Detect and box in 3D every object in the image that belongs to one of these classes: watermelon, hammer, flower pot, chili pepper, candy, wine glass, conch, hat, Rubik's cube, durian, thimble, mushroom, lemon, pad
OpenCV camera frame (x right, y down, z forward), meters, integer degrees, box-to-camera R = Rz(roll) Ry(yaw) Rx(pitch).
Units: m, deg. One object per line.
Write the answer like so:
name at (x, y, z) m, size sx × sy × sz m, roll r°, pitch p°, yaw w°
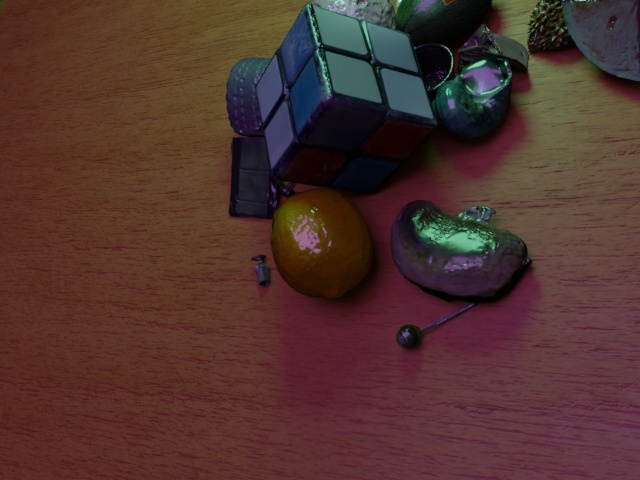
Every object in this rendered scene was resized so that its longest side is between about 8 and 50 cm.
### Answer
watermelon at (0.698, -0.528, 1.498) m, size 0.256 × 0.176 × 0.260 m, roll 40°, pitch 66°, yaw 5°
hammer at (-0.020, -0.245, 1.859) m, size 0.058 × 0.029 × 0.292 m, roll 36°, pitch 87°, yaw 32°
flower pot at (0.285, -0.418, 1.716) m, size 0.158 × 0.107 × 0.157 m, roll -13°, pitch 61°, yaw 23°
chili pepper at (0.380, -0.481, 1.737) m, size 0.034 × 0.030 × 0.091 m, roll 18°, pitch 79°, yaw 12°
candy at (0.265, 0.188, 1.507) m, size 0.203 × 0.061 × 0.061 m, roll -27°, pitch 59°, yaw 6°
wine glass at (-0.162, 0.082, 1.786) m, size 0.042 × 0.039 × 0.083 m, roll -3°, pitch 63°, yaw -18°
conch at (0.363, -0.340, 1.615) m, size 0.203 × 0.134 × 0.196 m, roll 0°, pitch 65°, yaw 14°
hat at (0.435, -0.460, 1.661) m, size 0.175 × 0.085 × 0.147 m, roll 28°, pitch 44°, yaw 6°
Rubik's cube at (0.053, -0.334, 1.617) m, size 0.318 × 0.314 × 0.316 m, roll -45°, pitch 47°, yaw 48°
durian at (0.590, -0.539, 1.593) m, size 0.187 × 0.119 × 0.108 m, roll -45°, pitch 52°, yaw 3°
thimble at (-0.159, -0.406, 1.890) m, size 0.172 × 0.205 × 0.236 m, roll 13°, pitch 84°, yaw 32°
mushroom at (0.297, 0.010, 1.513) m, size 0.344 × 0.130 × 0.247 m, roll 35°, pitch 93°, yaw 34°
lemon at (0.000, 0.000, 1.606) m, size 0.254 × 0.253 × 0.310 m, roll -28°, pitch 58°, yaw 16°
pad at (-0.189, -0.179, 1.876) m, size 0.174 × 0.022 × 0.232 m, roll 5°, pitch 95°, yaw 31°

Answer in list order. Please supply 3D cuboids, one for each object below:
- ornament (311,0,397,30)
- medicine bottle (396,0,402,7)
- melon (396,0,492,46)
ornament at (0.094, -0.582, 1.807) m, size 0.225 × 0.259 × 0.259 m, roll -14°, pitch 55°, yaw -20°
medicine bottle at (0.252, -0.642, 1.838) m, size 0.057 × 0.089 × 0.057 m, roll -11°, pitch 64°, yaw 24°
melon at (0.334, -0.620, 1.727) m, size 0.288 × 0.182 × 0.182 m, roll -29°, pitch 57°, yaw -1°
